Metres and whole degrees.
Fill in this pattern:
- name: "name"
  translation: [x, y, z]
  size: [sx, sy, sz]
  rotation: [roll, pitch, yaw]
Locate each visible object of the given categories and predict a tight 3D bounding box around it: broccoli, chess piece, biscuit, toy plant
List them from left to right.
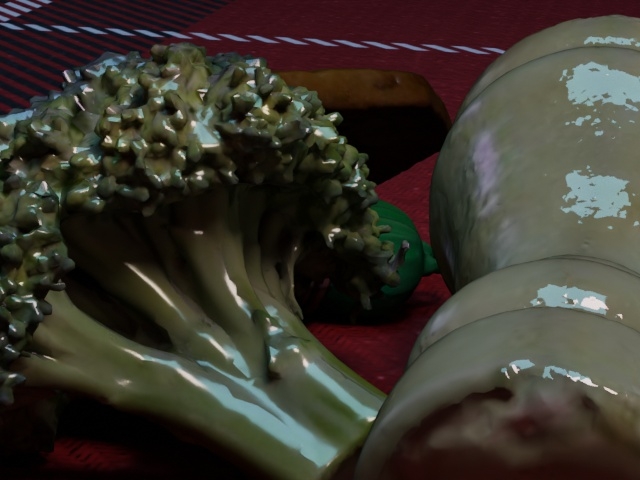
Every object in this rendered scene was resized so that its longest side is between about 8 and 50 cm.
- name: "broccoli"
  translation: [-0.086, 0.012, 0.943]
  size: [0.302, 0.249, 0.375]
  rotation: [10, 14, 37]
- name: "biscuit"
  translation: [-0.071, -0.063, 1.252]
  size: [0.359, 0.046, 0.359]
  rotation: [-11, -12, -2]
- name: "toy plant"
  translation: [0.000, 0.000, 1.220]
  size: [0.200, 0.105, 0.143]
  rotation: [4, 30, -19]
- name: "chess piece"
  translation: [0.144, 0.047, 0.889]
  size: [0.234, 0.234, 0.442]
  rotation: [5, 25, 13]
